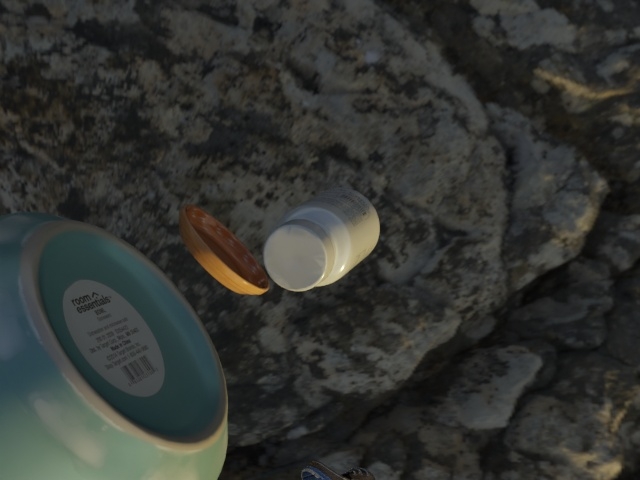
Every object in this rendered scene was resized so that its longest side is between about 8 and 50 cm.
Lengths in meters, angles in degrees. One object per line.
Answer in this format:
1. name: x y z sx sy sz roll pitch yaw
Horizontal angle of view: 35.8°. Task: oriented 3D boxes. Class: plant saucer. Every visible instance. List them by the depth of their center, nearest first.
1. plant saucer: -0.168 0.021 1.664 0.037 0.200 0.200 -44 92 10

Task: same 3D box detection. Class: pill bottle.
1. pill bottle: 0.000 0.000 1.546 0.131 0.229 0.131 5 105 19

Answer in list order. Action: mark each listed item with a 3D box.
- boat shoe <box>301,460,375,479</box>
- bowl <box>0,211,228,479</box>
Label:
1. boat shoe: 0.050 0.373 1.462 0.183 0.066 0.066 42 56 -18
2. bowl: -0.179 0.104 0.665 0.163 0.311 0.311 -36 89 17
